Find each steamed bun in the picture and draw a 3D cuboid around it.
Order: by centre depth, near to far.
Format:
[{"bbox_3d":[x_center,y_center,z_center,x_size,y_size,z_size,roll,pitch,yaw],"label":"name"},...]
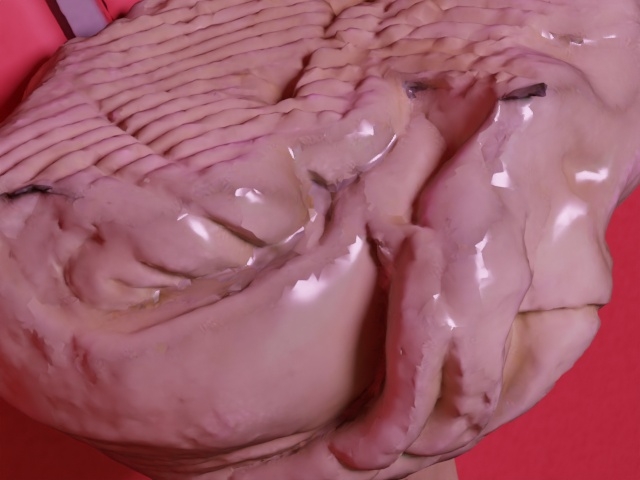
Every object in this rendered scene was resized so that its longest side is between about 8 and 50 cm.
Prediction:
[{"bbox_3d":[0.000,0.000,0.785,0.320,0.275,0.206,-8,121,2],"label":"steamed bun"}]

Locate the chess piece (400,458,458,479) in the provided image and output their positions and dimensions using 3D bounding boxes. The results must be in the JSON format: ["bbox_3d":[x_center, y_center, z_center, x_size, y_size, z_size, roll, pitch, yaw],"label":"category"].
[{"bbox_3d":[0.032,0.099,0.985,0.090,0.090,0.200,-40,140,-22],"label":"chess piece"}]
